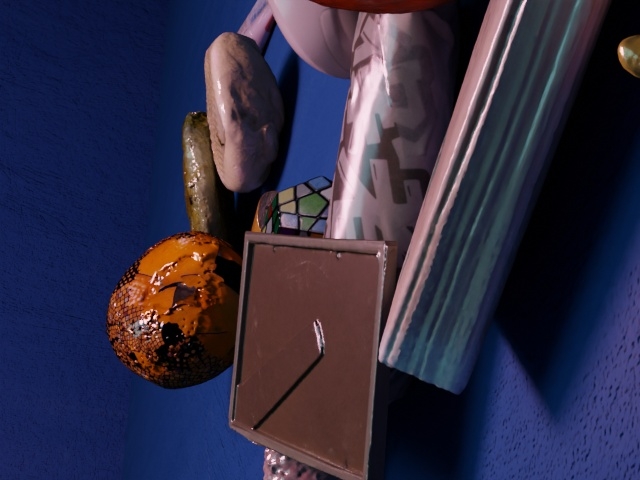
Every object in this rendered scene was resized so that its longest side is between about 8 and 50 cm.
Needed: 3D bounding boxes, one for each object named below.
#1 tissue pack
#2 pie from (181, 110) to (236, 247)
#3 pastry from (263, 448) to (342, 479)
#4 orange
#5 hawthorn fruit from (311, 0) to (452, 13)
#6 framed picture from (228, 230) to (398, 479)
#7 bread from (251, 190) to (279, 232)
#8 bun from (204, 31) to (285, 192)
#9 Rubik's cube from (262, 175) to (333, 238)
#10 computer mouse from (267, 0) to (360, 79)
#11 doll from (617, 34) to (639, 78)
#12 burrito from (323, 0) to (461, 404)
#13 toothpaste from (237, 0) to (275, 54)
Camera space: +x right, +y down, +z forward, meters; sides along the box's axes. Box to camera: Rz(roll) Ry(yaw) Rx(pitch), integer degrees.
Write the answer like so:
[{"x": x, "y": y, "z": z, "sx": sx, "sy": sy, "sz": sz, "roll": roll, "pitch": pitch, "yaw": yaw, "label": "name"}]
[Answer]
[{"x": 0.122, "y": -0.079, "z": 0.755, "sx": 0.170, "sy": 0.071, "sz": 0.326, "roll": -60, "pitch": -12, "yaw": -65, "label": "tissue pack"}, {"x": -0.186, "y": -0.070, "z": 1.886, "sx": 0.277, "sy": 0.078, "sz": 0.277, "roll": -2, "pitch": -90, "yaw": -86, "label": "pie"}, {"x": -0.006, "y": 0.213, "z": 1.070, "sx": 0.112, "sy": 0.102, "sz": 0.265, "roll": 61, "pitch": -150, "yaw": -82, "label": "pastry"}, {"x": -0.199, "y": 0.102, "z": 1.670, "sx": 0.182, "sy": 0.234, "sz": 0.235, "roll": 48, "pitch": -145, "yaw": -50, "label": "orange"}, {"x": 0.038, "y": -0.276, "z": 0.827, "sx": 0.307, "sy": 0.276, "sz": 0.276, "roll": -45, "pitch": -12, "yaw": -39, "label": "hawthorn fruit"}, {"x": -0.015, "y": 0.088, "z": 0.961, "sx": 0.260, "sy": 0.023, "sz": 0.189, "roll": 3, "pitch": 89, "yaw": 63, "label": "framed picture"}, {"x": -0.071, "y": -0.010, "z": 1.589, "sx": 0.062, "sy": 0.049, "sz": 0.103, "roll": -109, "pitch": 29, "yaw": -62, "label": "bread"}, {"x": -0.111, "y": -0.195, "z": 1.734, "sx": 0.210, "sy": 0.116, "sz": 0.237, "roll": -122, "pitch": 28, "yaw": -70, "label": "bun"}, {"x": 0.000, "y": 0.000, "z": 1.172, "sx": 0.112, "sy": 0.133, "sz": 0.133, "roll": 69, "pitch": 157, "yaw": 15, "label": "Rubik's cube"}, {"x": 0.011, "y": -0.302, "z": 1.096, "sx": 0.121, "sy": 0.184, "sz": 0.297, "roll": 4, "pitch": 115, "yaw": 49, "label": "computer mouse"}, {"x": 0.194, "y": -0.172, "z": 0.589, "sx": 0.089, "sy": 0.102, "sz": 0.179, "roll": 31, "pitch": 115, "yaw": 28, "label": "doll"}, {"x": 0.053, "y": -0.016, "z": 0.998, "sx": 0.139, "sy": 0.101, "sz": 0.446, "roll": 180, "pitch": 99, "yaw": -78, "label": "burrito"}, {"x": -0.108, "y": -0.368, "z": 1.979, "sx": 0.234, "sy": 0.057, "sz": 0.089, "roll": 123, "pitch": 152, "yaw": -43, "label": "toothpaste"}]
